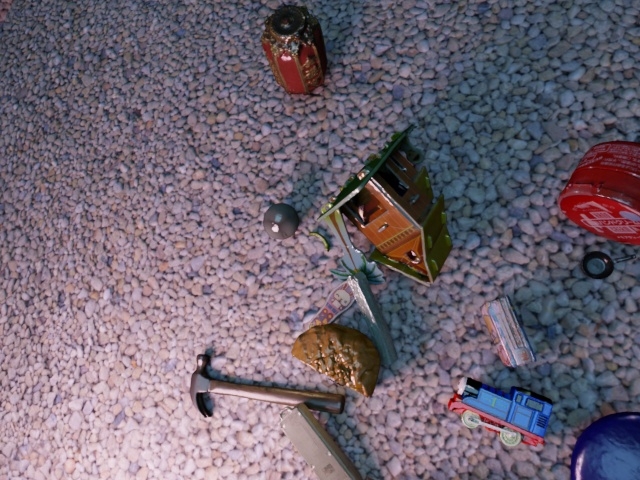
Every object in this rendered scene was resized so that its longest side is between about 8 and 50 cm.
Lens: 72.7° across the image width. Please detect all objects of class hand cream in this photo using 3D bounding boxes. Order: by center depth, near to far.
[{"bbox_3d":[0.668,-0.104,0.960,0.230,0.230,0.149,28,85,20],"label":"hand cream"}]

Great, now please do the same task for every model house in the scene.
[{"bbox_3d":[0.182,-0.045,1.145,0.323,0.340,0.300,45,52,-6],"label":"model house"}]

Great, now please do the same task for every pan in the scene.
[{"bbox_3d":[0.676,0.054,1.024,0.116,0.023,0.068,-15,73,15],"label":"pan"}]

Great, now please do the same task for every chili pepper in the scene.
[{"bbox_3d":[0.000,0.000,1.237,0.030,0.017,0.083,-41,70,5],"label":"chili pepper"}]

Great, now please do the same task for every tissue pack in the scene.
[{"bbox_3d":[0.430,0.212,1.010,0.065,0.115,0.154,-19,72,8],"label":"tissue pack"}]

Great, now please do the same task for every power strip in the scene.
[{"bbox_3d":[-0.002,0.520,1.074,0.078,0.052,0.272,-42,79,9],"label":"power strip"}]

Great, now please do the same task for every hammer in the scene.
[{"bbox_3d":[-0.152,0.410,1.170,0.441,0.044,0.168,1,77,17],"label":"hammer"}]

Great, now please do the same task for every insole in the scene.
[{"bbox_3d":[0.033,0.182,1.173,0.065,0.004,0.197,44,102,14],"label":"insole"}]

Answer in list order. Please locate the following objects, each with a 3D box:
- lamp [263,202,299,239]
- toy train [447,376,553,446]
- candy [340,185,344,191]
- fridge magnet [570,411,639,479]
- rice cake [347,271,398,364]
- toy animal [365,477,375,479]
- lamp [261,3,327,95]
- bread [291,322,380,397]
[{"bbox_3d":[-0.113,-0.054,1.237,0.105,0.105,0.105,-4,76,15],"label":"lamp"},{"bbox_3d":[0.406,0.384,0.995,0.204,0.083,0.130,19,83,18],"label":"toy train"},{"bbox_3d":[0.097,-0.141,1.241,0.084,0.023,0.025,9,114,12],"label":"candy"},{"bbox_3d":[0.654,0.487,0.882,0.266,0.113,0.265,-4,77,16],"label":"fridge magnet"},{"bbox_3d":[0.133,0.196,1.104,0.042,0.045,0.245,-25,88,46],"label":"rice cake"},{"bbox_3d":[0.205,0.635,0.964,0.248,0.149,0.164,-3,60,23],"label":"toy animal"},{"bbox_3d":[-0.068,-0.536,1.246,0.177,0.274,0.176,-1,79,6],"label":"lamp"},{"bbox_3d":[0.051,0.287,1.099,0.229,0.143,0.139,24,74,17],"label":"bread"}]
